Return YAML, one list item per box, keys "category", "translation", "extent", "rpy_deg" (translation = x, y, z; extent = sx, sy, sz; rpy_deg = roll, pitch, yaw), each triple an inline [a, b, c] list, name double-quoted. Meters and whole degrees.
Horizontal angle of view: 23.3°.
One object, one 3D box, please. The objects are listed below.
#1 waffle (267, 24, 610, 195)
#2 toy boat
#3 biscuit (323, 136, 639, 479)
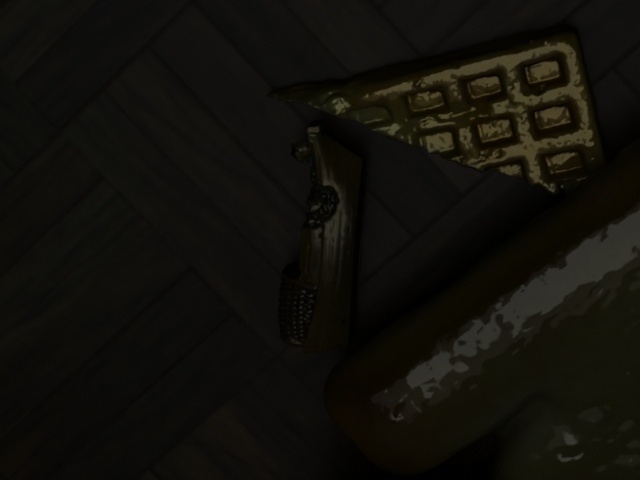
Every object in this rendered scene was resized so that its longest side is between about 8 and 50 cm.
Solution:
- category: "waffle"
  translation: [0.075, -0.054, 0.938]
  extent: [0.191, 0.032, 0.125]
  rpy_deg: [-14, 107, 13]
- category: "toy boat"
  translation: [0.000, 0.000, 0.949]
  extent: [0.049, 0.047, 0.149]
  rpy_deg: [7, 111, 9]
- category: "biscuit"
  translation: [0.174, 0.090, 0.935]
  extent: [0.290, 0.062, 0.237]
  rpy_deg: [-36, 108, 17]
